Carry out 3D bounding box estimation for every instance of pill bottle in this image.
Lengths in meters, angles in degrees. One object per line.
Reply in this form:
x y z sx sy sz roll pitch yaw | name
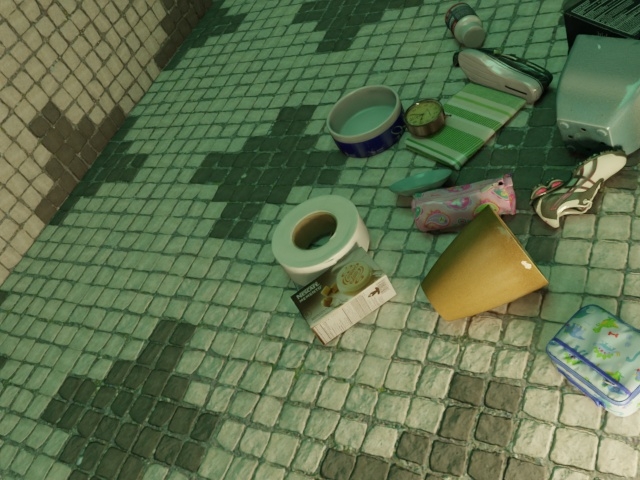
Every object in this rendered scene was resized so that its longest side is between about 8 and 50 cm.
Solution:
0.527 -0.780 2.319 0.107 0.108 0.180 -24 44 9 | pill bottle

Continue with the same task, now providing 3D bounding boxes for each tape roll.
0.000 0.000 1.904 0.286 0.100 0.286 -16 45 16 | tape roll

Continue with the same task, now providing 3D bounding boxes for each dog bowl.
0.160 -0.412 2.202 0.264 0.104 0.265 -16 45 17 | dog bowl

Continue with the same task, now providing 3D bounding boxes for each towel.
0.459 -0.372 2.047 0.325 0.038 0.247 -43 45 -13 | towel

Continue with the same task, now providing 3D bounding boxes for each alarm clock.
0.319 -0.386 2.060 0.191 0.064 0.129 -21 45 6 | alarm clock

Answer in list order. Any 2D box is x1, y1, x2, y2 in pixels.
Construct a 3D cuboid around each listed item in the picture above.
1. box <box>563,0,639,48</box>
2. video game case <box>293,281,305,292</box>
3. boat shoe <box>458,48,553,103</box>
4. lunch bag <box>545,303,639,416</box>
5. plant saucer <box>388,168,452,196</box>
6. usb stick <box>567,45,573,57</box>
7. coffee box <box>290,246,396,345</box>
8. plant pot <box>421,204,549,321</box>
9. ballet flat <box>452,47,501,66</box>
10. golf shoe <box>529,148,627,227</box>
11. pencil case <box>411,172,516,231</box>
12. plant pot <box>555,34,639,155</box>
0.947 -0.644 1.901 0.296 0.183 0.294 -32 42 -2 | box
-0.006 0.091 1.910 0.166 0.015 0.119 -30 43 3 | video game case
0.602 -0.549 2.082 0.119 0.121 0.335 -38 54 -17 | boat shoe
0.609 0.254 1.363 0.176 0.090 0.219 -41 43 -5 | lunch bag
0.302 -0.165 1.910 0.194 0.038 0.195 -17 14 5 | plant saucer
0.825 -0.501 1.781 0.045 0.077 0.278 -38 41 -28 | usb stick
0.062 0.151 1.756 0.246 0.098 0.141 -35 43 -3 | coffee box
0.382 0.081 1.568 0.254 0.237 0.237 -38 42 14 | plant pot
0.550 -0.645 2.240 0.173 0.057 0.049 0 93 31 | ballet flat
0.690 -0.135 1.675 0.272 0.105 0.120 -30 61 8 | golf shoe
0.400 -0.106 1.780 0.283 0.124 0.124 -12 47 22 | pencil case
0.774 -0.364 1.723 0.247 0.248 0.252 22 74 41 | plant pot
